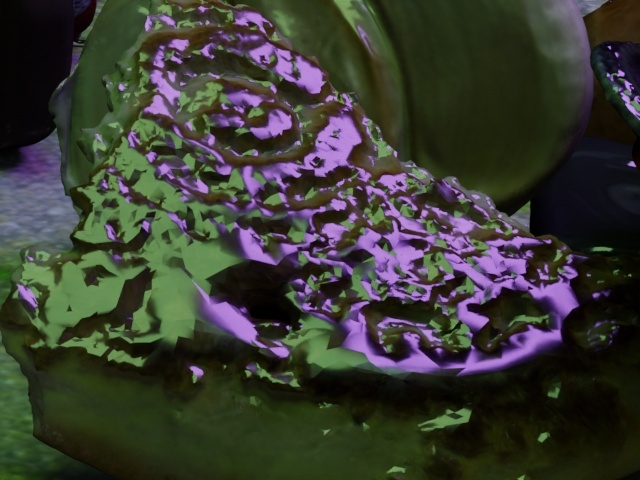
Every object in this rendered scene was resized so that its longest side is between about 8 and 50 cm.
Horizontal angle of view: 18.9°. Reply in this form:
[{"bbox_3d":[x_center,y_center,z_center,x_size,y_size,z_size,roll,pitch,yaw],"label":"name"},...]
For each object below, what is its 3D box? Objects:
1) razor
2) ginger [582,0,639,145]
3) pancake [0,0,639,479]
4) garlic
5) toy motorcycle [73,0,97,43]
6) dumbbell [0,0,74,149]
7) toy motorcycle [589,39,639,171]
[{"bbox_3d":[0.136,0.002,0.852,0.090,0.054,0.148,6,24,6],"label":"razor"},{"bbox_3d":[0.269,-0.095,1.052,0.309,0.107,0.133,-3,1,-14],"label":"ginger"},{"bbox_3d":[0.000,0.000,0.726,0.266,0.057,0.244,-6,55,-24],"label":"pancake"},{"bbox_3d":[0.006,-0.064,0.843,0.229,0.178,0.143,-15,-3,12],"label":"garlic"},{"bbox_3d":[-0.179,-0.171,1.173,0.122,0.082,0.213,7,24,9],"label":"toy motorcycle"},{"bbox_3d":[-0.240,-0.100,0.926,0.225,0.140,0.124,-11,37,-30],"label":"dumbbell"},{"bbox_3d":[0.219,-0.010,0.757,0.221,0.148,0.326,46,23,9],"label":"toy motorcycle"}]
